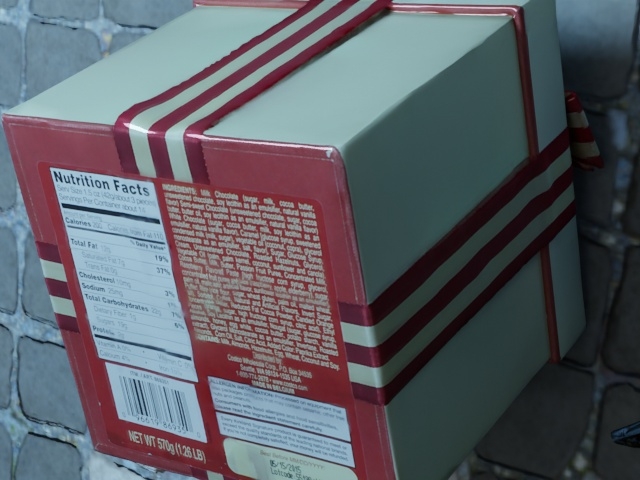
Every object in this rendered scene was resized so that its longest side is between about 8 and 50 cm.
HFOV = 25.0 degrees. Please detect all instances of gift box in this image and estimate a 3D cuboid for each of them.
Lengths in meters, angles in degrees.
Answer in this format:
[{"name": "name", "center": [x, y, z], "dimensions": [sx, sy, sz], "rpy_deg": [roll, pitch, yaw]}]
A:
[{"name": "gift box", "center": [0.000, 0.000, 0.840], "dimensions": [0.255, 0.258, 0.276], "rpy_deg": [13, 125, 31]}]

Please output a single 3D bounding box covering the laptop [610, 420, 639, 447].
[{"name": "laptop", "center": [0.284, -0.009, 0.650], "dimensions": [0.264, 0.234, 0.136], "rpy_deg": [-31, 64, 42]}]
